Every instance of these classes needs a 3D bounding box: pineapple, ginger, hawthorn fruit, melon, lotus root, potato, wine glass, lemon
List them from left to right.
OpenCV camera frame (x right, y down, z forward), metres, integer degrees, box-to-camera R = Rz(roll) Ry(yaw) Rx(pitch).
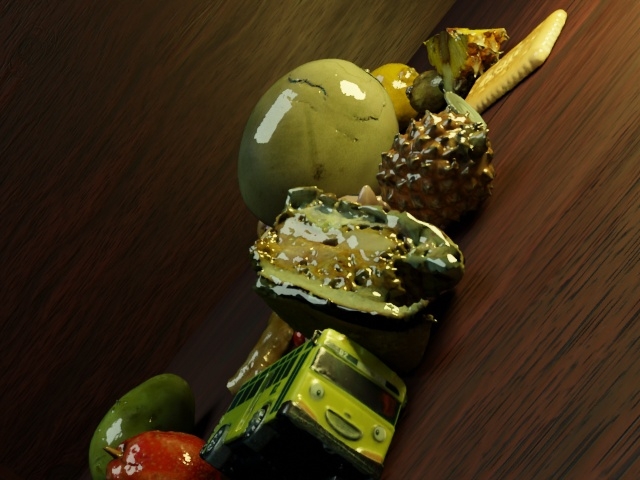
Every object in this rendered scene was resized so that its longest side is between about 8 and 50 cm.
[{"bbox_3d":[-0.397,0.443,1.517,0.216,0.216,0.304,-47,-1,30],"label":"potato"},{"bbox_3d":[-0.254,0.388,1.088,0.173,0.179,0.174,-53,-24,-35],"label":"hawthorn fruit"},{"bbox_3d":[-0.096,0.202,1.364,0.118,0.065,0.299,-22,28,47],"label":"ginger"},{"bbox_3d":[0.000,-0.164,1.174,0.330,0.268,0.268,-63,8,1],"label":"melon"},{"bbox_3d":[0.199,-0.406,1.907,0.256,0.188,0.188,-44,12,46],"label":"lemon"},{"bbox_3d":[0.192,-0.165,1.317,0.309,0.096,0.264,-48,4,30],"label":"wine glass"},{"bbox_3d":[0.289,-0.374,1.653,0.190,0.094,0.109,-170,79,-68],"label":"lotus root"},{"bbox_3d":[0.172,-0.107,0.926,0.166,0.166,0.193,-57,13,-31],"label":"pineapple"},{"bbox_3d":[0.342,-0.396,1.477,0.139,0.164,0.250,-14,8,-10],"label":"pineapple"}]

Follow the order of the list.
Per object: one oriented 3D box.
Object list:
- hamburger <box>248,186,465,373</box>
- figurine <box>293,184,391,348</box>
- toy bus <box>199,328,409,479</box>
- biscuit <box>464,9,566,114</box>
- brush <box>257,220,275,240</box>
[{"bbox_3d":[0.045,0.054,0.821,0.168,0.287,0.192,-60,-33,-20],"label":"hamburger"},{"bbox_3d":[0.021,0.050,1.050,0.176,0.186,0.288,21,-88,-56],"label":"figurine"},{"bbox_3d":[-0.023,0.206,0.753,0.262,0.128,0.150,-42,13,52],"label":"toy bus"},{"bbox_3d":[0.355,-0.324,1.259,0.160,0.030,0.249,-57,10,-31],"label":"biscuit"},{"bbox_3d":[-0.057,-0.029,1.845,0.266,0.174,0.166,-33,27,14],"label":"brush"}]
